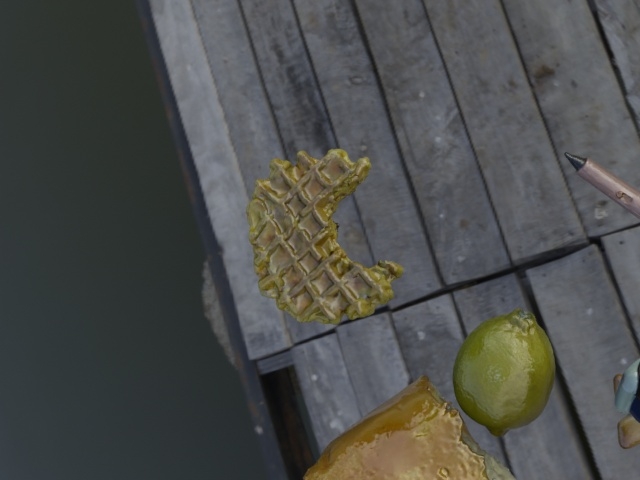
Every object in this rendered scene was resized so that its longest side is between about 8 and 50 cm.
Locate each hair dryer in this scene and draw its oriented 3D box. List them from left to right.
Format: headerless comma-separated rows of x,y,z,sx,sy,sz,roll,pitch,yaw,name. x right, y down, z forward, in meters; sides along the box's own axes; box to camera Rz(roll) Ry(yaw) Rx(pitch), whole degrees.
0.685,-0.089,1.578,0.344,0.189,0.107,34,118,4,hair dryer

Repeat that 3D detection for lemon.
0.332,0.233,1.279,0.184,0.184,0.249,19,108,34,lemon

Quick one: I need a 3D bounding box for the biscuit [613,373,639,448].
0.744,0.367,1.517,0.207,0.047,0.164,-6,86,23,biscuit

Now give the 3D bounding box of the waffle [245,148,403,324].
0.000,0.000,1.306,0.261,0.151,0.324,-18,76,7,waffle

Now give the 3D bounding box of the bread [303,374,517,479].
0.167,0.481,1.315,0.394,0.250,0.361,-31,64,-13,bread

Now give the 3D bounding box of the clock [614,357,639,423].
0.569,0.257,1.021,0.243,0.199,0.147,37,137,37,clock
